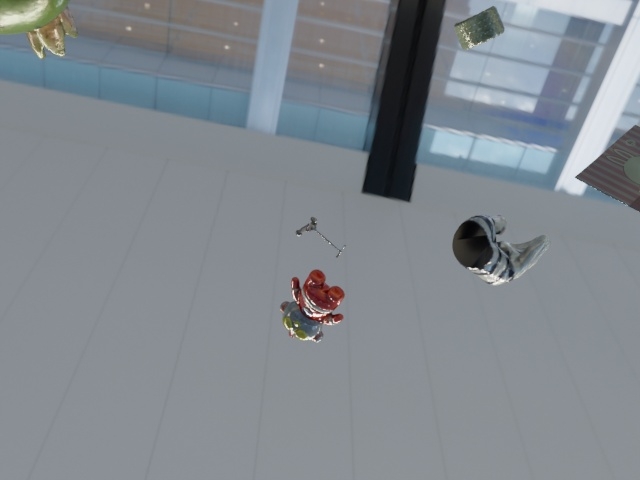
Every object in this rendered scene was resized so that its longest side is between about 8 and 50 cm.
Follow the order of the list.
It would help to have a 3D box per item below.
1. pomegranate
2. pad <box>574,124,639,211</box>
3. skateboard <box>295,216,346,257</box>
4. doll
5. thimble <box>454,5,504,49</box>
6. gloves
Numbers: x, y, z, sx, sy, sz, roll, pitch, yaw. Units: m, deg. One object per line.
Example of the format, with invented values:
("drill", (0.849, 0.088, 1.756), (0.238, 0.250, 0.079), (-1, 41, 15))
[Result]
("pomegranate", (-0.454, -0.398, 1.007), (0.236, 0.302, 0.235), (-5, -115, 11))
("pad", (0.799, -0.182, 1.666), (0.300, 0.005, 0.202), (-35, -125, -27))
("skateboard", (0.000, 0.000, 1.189), (0.083, 0.032, 0.064), (39, -151, 8))
("doll", (-0.027, 0.158, 1.498), (0.142, 0.245, 0.076), (43, -133, 8))
("thimble", (0.334, -0.448, 1.421), (0.084, 0.062, 0.110), (-30, -167, -21))
("gloves", (0.355, 0.022, 1.315), (0.219, 0.131, 0.140), (17, -169, -47))
